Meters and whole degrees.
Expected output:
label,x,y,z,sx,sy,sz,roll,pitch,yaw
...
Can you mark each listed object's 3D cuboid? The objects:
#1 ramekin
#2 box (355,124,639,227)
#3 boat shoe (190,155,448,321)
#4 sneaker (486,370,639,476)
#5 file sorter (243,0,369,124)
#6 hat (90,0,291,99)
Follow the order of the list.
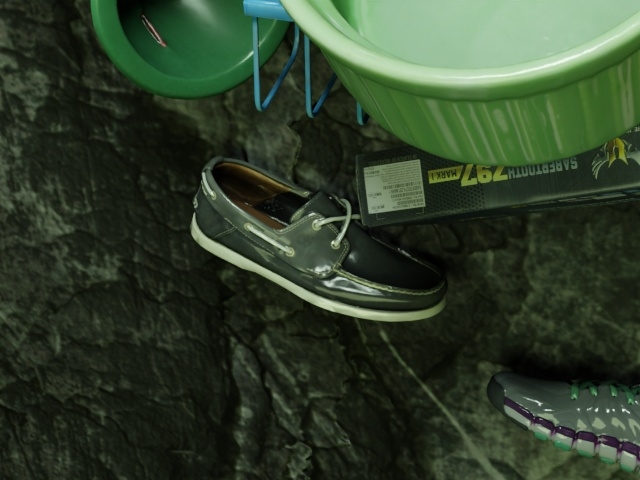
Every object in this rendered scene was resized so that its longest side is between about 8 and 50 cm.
label,x,y,z,sx,sy,sz,roll,pitch,yaw
ramekin,0.121,-0.195,1.046,0.303,0.303,0.148,8,158,19
box,0.168,-0.051,1.191,0.233,0.183,0.059,-7,89,27
boat shoe,0.000,0.000,1.359,0.233,0.084,0.079,23,128,12
sneaker,0.255,0.137,1.358,0.224,0.083,0.098,23,103,7
file sorter,0.043,-0.152,1.216,0.170,0.118,0.104,8,128,13
hat,-0.142,-0.235,1.299,0.183,0.173,0.208,41,172,49
